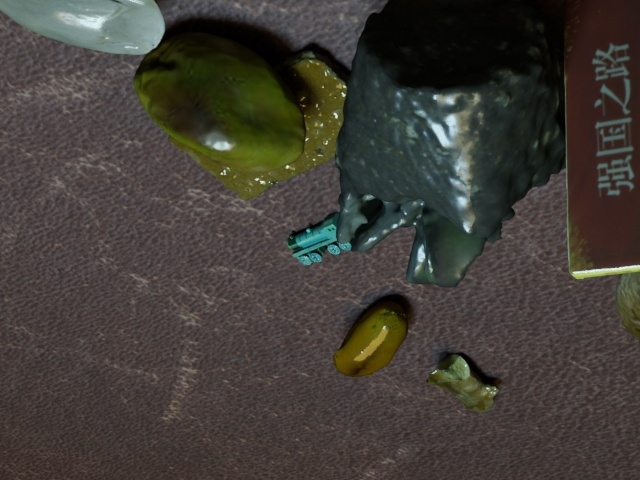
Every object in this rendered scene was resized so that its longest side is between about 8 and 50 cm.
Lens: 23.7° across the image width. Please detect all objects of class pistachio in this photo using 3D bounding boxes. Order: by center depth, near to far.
[{"bbox_3d":[-0.097,-0.139,1.484,0.189,0.100,0.110,34,108,13],"label":"pistachio"}]

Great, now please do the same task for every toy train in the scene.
[{"bbox_3d":[0.000,0.000,1.729,0.092,0.029,0.045,-21,125,40],"label":"toy train"}]

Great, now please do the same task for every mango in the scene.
[{"bbox_3d":[0.065,0.119,1.828,0.063,0.077,0.127,40,128,3],"label":"mango"}]

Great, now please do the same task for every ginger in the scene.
[{"bbox_3d":[0.178,0.178,1.905,0.057,0.044,0.137,-40,131,14],"label":"ginger"}]

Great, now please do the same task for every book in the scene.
[{"bbox_3d":[0.381,-0.114,1.251,0.373,0.263,0.028,-8,160,26],"label":"book"}]

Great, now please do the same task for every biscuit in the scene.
[{"bbox_3d":[-0.044,-0.118,1.580,0.231,0.025,0.131,-23,130,39],"label":"biscuit"}]

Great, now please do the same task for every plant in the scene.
[{"bbox_3d":[0.123,-0.089,1.402,0.188,0.199,0.276,29,145,25],"label":"plant"}]

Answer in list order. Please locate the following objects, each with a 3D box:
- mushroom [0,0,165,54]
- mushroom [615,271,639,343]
[{"bbox_3d":[-0.245,-0.233,1.440,0.212,0.088,0.097,14,177,9],"label":"mushroom"},{"bbox_3d":[0.445,0.085,1.597,0.278,0.146,0.278,15,148,10],"label":"mushroom"}]
